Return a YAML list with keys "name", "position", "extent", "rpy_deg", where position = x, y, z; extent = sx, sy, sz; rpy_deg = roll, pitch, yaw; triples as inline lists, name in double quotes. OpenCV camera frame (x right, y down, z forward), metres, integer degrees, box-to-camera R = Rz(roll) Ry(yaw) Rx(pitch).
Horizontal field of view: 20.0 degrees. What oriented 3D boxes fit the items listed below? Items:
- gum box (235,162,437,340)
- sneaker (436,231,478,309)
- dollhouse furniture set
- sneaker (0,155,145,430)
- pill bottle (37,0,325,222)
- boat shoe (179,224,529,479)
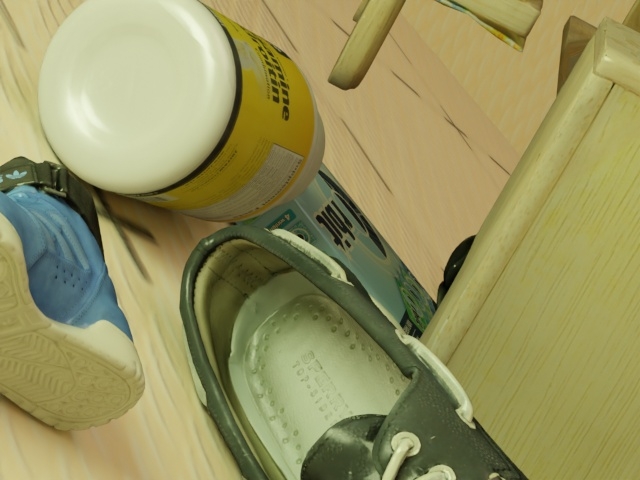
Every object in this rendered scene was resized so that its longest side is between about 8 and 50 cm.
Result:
- name: "gum box"
  position: [0.000, 0.000, 1.133]
  extent: [0.184, 0.041, 0.157]
  rpy_deg: [50, 11, -3]
- name: "sneaker"
  position: [0.125, 0.057, 1.161]
  extent: [0.293, 0.102, 0.146]
  rpy_deg: [-76, 153, -76]
- name: "dollhouse furniture set"
  position: [0.165, -0.014, 1.008]
  extent: [0.362, 0.256, 0.394]
  rpy_deg: [28, 23, -3]
- name: "sneaker"
  position: [-0.117, 0.000, 0.624]
  extent: [0.152, 0.058, 0.084]
  rpy_deg: [44, 18, -50]
- name: "pill bottle"
  position: [-0.062, -0.064, 0.934]
  extent: [0.103, 0.103, 0.184]
  rpy_deg: [55, 12, 16]
- name: "boat shoe"
  position: [0.021, 0.102, 0.751]
  extent: [0.091, 0.114, 0.302]
  rpy_deg: [42, 3, -42]
